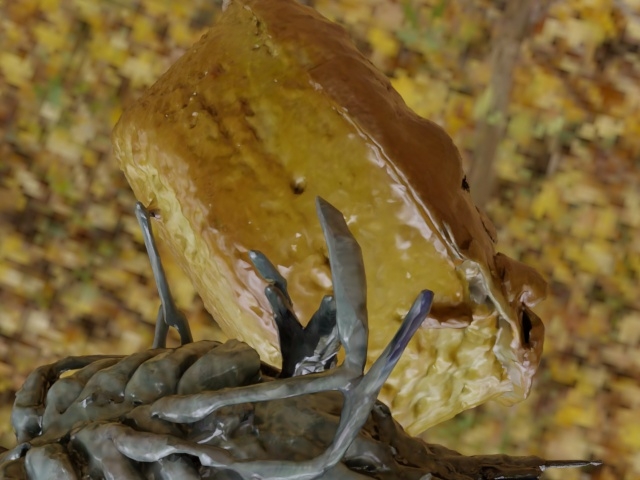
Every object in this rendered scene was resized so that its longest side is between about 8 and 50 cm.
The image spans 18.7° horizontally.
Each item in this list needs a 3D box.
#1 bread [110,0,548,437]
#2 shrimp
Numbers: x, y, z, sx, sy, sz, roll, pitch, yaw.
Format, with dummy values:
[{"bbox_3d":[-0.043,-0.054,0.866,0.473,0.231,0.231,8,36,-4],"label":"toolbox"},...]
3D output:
[{"bbox_3d":[0.001,0.001,1.428,0.358,0.204,0.337,47,173,38],"label":"bread"},{"bbox_3d":[-0.093,0.091,0.804,0.410,0.221,0.166,-11,123,11],"label":"shrimp"}]
